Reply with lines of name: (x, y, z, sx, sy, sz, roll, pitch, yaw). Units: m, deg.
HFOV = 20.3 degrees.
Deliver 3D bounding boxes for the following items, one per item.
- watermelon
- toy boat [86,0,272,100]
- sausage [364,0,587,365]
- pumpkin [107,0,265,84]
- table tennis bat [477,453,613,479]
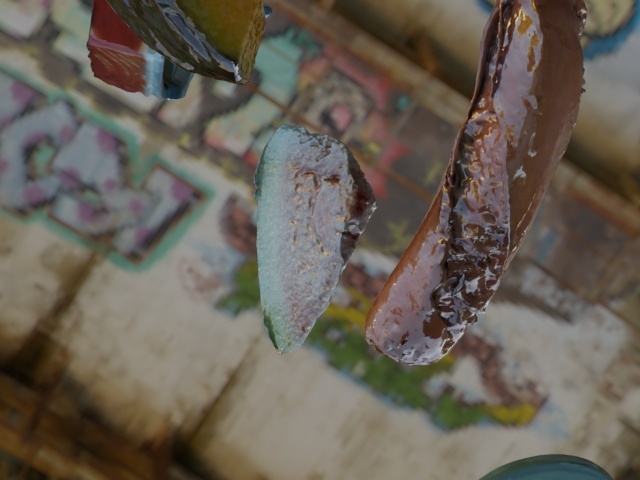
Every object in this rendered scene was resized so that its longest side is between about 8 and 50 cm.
watermelon: (-0.005, 0.001, 1.435, 0.081, 0.180, 0.094, 2, -164, -28)
toy boat: (-0.111, -0.186, 1.455, 0.133, 0.145, 0.332, 9, 180, -5)
sausage: (0.119, -0.046, 1.278, 0.087, 0.326, 0.079, 27, -158, 13)
pumpkin: (-0.057, -0.209, 0.728, 0.149, 0.254, 0.130, 21, 179, 14)
table tennis bat: (0.104, 0.199, 1.184, 0.237, 0.149, 0.038, 13, -157, -33)
